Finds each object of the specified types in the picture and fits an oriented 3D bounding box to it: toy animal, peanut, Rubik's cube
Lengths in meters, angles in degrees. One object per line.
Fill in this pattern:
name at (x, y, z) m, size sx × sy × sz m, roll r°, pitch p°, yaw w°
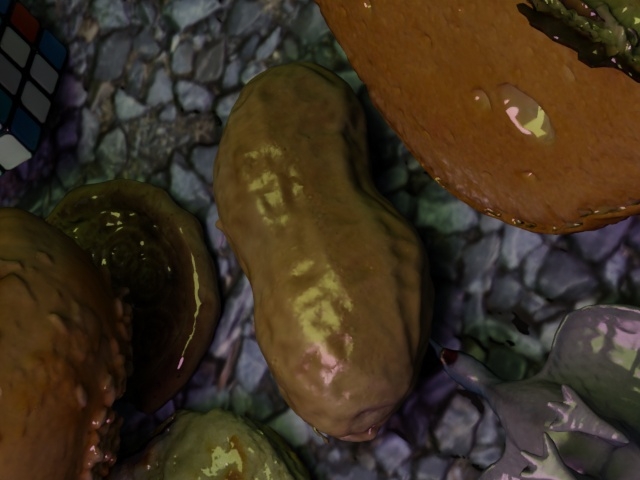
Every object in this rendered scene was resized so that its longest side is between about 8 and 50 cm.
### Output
toy animal at (0.184, 0.134, 1.399) m, size 0.255 × 0.176 × 0.239 m, roll 34°, pitch 94°, yaw 7°
peanut at (0.000, 0.000, 1.528) m, size 0.149 × 0.149 × 0.313 m, roll -34°, pitch 59°, yaw 25°
Rubik's cube at (-0.337, -0.139, 1.743) m, size 0.155 × 0.154 × 0.151 m, roll -28°, pitch 33°, yaw 27°

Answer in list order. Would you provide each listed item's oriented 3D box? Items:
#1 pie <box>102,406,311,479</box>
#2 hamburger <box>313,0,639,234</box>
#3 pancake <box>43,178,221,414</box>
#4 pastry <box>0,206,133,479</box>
pie at (-0.121, 0.237, 1.589) m, size 0.248 × 0.090 × 0.201 m, roll -45°, pitch 56°, yaw 15°
hamburger at (0.170, -0.159, 1.371) m, size 0.268 × 0.287 × 0.445 m, roll -36°, pitch 51°, yaw -24°
pancake at (-0.184, 0.050, 1.707) m, size 0.235 × 0.029 × 0.212 m, roll -10°, pitch 75°, yaw 31°
pastry at (-0.250, 0.138, 1.582) m, size 0.284 × 0.184 × 0.315 m, roll -37°, pitch 37°, yaw 57°
